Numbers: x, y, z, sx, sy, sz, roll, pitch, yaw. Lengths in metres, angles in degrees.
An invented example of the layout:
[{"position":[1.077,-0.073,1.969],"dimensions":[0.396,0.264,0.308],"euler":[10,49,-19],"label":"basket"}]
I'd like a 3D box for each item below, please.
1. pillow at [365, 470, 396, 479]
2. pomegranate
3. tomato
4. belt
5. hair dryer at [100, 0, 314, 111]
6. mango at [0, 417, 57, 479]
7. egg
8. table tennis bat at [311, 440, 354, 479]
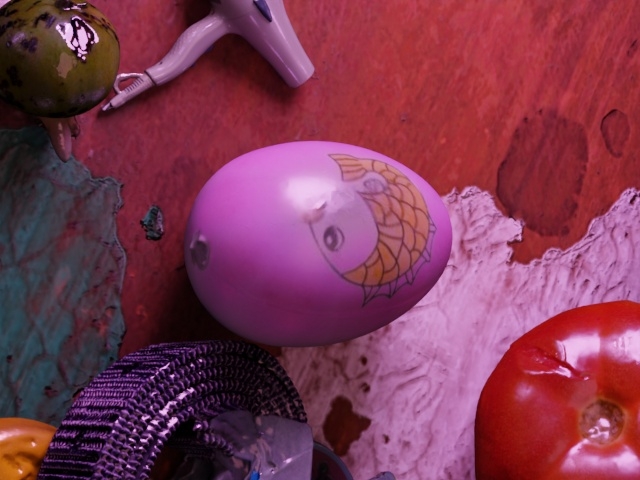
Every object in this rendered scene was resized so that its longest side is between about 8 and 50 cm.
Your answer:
[{"position":[0.031,0.333,1.732],"dimensions":[0.214,0.086,0.233],"euler":[-64,156,-21],"label":"pillow"},{"position":[-0.232,-0.144,1.552],"dimensions":[0.122,0.122,0.161],"euler":[-21,133,-28],"label":"pomegranate"},{"position":[0.308,0.215,1.855],"dimensions":[0.299,0.298,0.226],"euler":[-59,160,-12],"label":"tomato"},{"position":[-0.131,0.242,1.616],"dimensions":[0.260,0.122,0.325],"euler":[40,59,-33],"label":"belt"},{"position":[-0.092,-0.163,1.673],"dimensions":[0.167,0.067,0.199],"euler":[36,87,-35],"label":"hair dryer"},{"position":[-0.260,0.212,1.599],"dimensions":[0.187,0.066,0.101],"euler":[17,79,-37],"label":"mango"},{"position":[0.000,0.000,1.665],"dimensions":[0.271,0.196,0.196],"euler":[-17,105,-46],"label":"egg"},{"position":[-0.064,0.290,1.749],"dimensions":[0.244,0.040,0.153],"euler":[-26,104,-30],"label":"table tennis bat"}]
